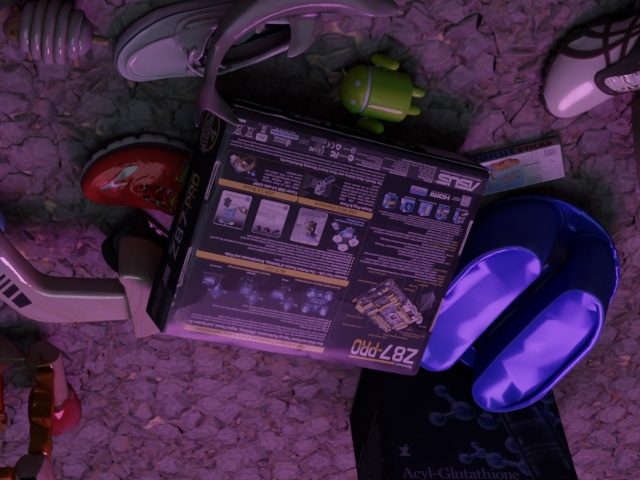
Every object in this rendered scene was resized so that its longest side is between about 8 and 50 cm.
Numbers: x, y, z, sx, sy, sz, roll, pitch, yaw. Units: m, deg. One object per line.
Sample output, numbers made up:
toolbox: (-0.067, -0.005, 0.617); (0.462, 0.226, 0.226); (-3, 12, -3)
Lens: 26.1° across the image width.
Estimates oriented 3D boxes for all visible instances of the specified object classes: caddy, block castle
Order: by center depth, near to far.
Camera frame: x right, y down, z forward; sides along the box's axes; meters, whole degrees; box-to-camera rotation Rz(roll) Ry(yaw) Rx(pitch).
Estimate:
caddy: (0.287, 0.088, 2.048); (0.241, 0.179, 0.341); (35, 125, -7)
block castle: (-0.597, 0.321, 2.075); (0.453, 0.303, 0.213); (-2, 135, -3)

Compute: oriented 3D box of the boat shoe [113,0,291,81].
boat shoe: (-0.141, -0.249, 1.729); (0.258, 0.084, 0.095); (-20, 133, 12)

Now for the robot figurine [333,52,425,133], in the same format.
robot figurine: (0.077, -0.194, 1.820); (0.115, 0.067, 0.101); (10, 104, -15)

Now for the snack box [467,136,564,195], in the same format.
snack box: (0.255, -0.099, 1.965); (0.178, 0.022, 0.064); (-13, 134, 6)

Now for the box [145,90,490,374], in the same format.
box: (0.000, 0.000, 1.850); (0.395, 0.097, 0.318); (11, 103, -26)

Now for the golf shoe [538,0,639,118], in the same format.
golf shoe: (0.397, -0.235, 1.786); (0.105, 0.120, 0.273); (31, 125, -33)

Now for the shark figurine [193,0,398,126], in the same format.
shark figurine: (-0.066, -0.265, 1.630); (0.278, 0.116, 0.166); (-35, 88, 1)

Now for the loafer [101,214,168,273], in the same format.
loafer: (-0.191, 0.055, 2.015); (0.267, 0.096, 0.084); (32, 117, -29)

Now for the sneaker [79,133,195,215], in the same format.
sneaker: (-0.187, -0.069, 1.874); (0.279, 0.118, 0.107); (2, 133, -9)

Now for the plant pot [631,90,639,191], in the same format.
plant pot: (0.563, -0.121, 1.809); (0.280, 0.323, 0.323); (-7, 136, 19)

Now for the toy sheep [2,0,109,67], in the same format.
toy sheep: (-0.326, -0.255, 1.703); (0.132, 0.091, 0.091); (5, 133, -4)

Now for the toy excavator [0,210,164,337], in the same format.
toy excavator: (-0.476, 0.023, 1.858); (0.433, 0.222, 0.445); (-24, 133, 17)

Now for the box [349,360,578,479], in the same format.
box: (0.222, 0.370, 2.154); (0.293, 0.395, 0.212); (2, 133, -10)
